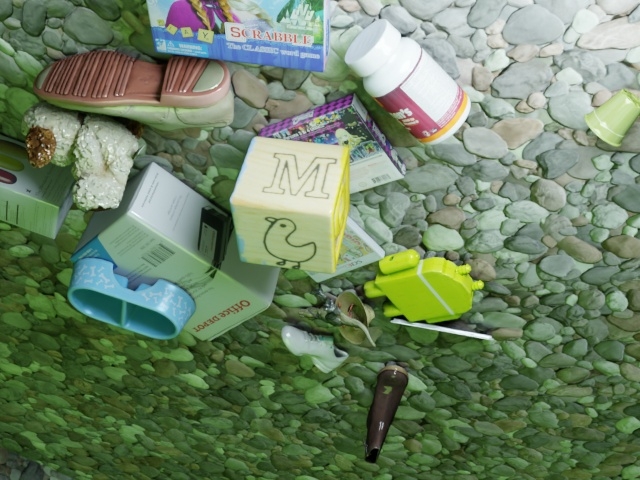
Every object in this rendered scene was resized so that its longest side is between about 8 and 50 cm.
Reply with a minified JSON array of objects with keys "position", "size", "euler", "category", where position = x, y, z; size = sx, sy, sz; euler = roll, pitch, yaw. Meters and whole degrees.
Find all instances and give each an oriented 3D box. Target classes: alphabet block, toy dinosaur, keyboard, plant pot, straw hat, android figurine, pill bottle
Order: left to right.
[{"position":[-0.053,-0.071,1.647],"size":[0.197,0.193,0.192],"euler":[7,142,9],"category":"alphabet block"},{"position":[0.030,0.178,2.047],"size":[0.268,0.064,0.118],"euler":[18,147,50],"category":"toy dinosaur"},{"position":[0.099,0.185,2.071],"size":[0.061,0.144,0.144],"euler":[-11,153,-32],"category":"straw hat"},{"position":[0.153,-0.277,1.464],"size":[0.221,0.121,0.121],"euler":[38,135,-27],"category":"pill bottle"},{"position":[0.245,0.113,1.953],"size":[0.273,0.056,0.248],"euler":[-18,130,36],"category":"android figurine"},{"position":[0.301,0.222,2.074],"size":[0.256,0.014,0.072],"euler":[10,173,5],"category":"keyboard"},{"position":[0.524,-0.222,1.466],"size":[0.083,0.083,0.079],"euler":[27,126,-16],"category":"plant pot"}]

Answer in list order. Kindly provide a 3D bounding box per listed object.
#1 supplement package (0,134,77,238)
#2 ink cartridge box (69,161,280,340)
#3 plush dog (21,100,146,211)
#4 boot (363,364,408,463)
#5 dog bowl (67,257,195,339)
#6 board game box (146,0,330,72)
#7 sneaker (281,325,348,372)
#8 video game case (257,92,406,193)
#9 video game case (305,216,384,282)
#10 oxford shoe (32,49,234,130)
[{"position":[-0.685,-0.129,1.870],"size":[0.244,0.139,0.134],"euler":[20,142,-9],"category":"supplement package"},{"position":[-0.329,0.040,1.945],"size":[0.395,0.166,0.285],"euler":[36,137,-24],"category":"ink cartridge box"},{"position":[-0.494,-0.206,1.693],"size":[0.225,0.262,0.210],"euler":[21,108,-24],"category":"plush dog"},{"position":[0.178,0.479,2.289],"size":[0.090,0.206,0.248],"euler":[13,141,0],"category":"boot"},{"position":[-0.440,0.141,1.913],"size":[0.297,0.074,0.166],"euler":[19,143,-3],"category":"dog bowl"},{"position":[-0.142,-0.442,1.396],"size":[0.319,0.066,0.318],"euler":[8,140,7],"category":"board game box"},{"position":[-0.012,0.273,2.218],"size":[0.094,0.080,0.212],"euler":[-32,131,27],"category":"sneaker"},{"position":[0.023,-0.176,1.683],"size":[0.232,0.041,0.210],"euler":[-16,132,32],"category":"video game case"},{"position":[0.000,0.000,1.914],"size":[0.206,0.026,0.227],"euler":[-22,129,35],"category":"video game case"},{"position":[-0.360,-0.269,1.615],"size":[0.397,0.140,0.146],"euler":[7,147,12],"category":"oxford shoe"}]
